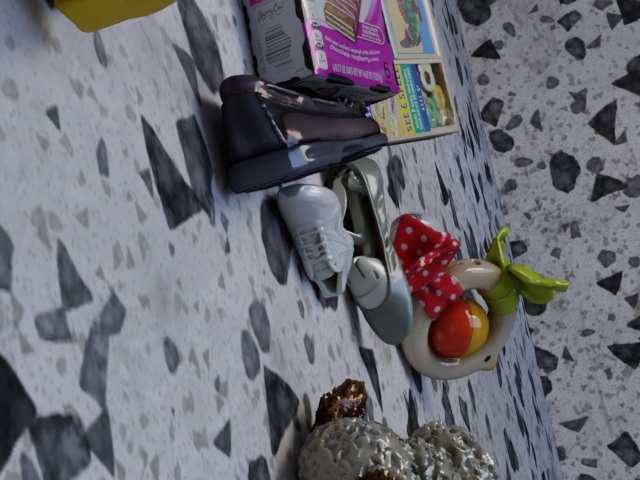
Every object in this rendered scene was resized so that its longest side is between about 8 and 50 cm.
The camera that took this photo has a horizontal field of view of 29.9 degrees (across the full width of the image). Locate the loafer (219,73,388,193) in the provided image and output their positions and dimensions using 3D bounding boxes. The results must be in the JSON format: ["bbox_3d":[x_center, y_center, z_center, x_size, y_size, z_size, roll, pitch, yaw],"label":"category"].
[{"bbox_3d":[-0.013,-0.107,1.080,0.302,0.109,0.095,-28,100,-72],"label":"loafer"}]

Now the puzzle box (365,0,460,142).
[{"bbox_3d":[0.042,-0.311,1.414,0.272,0.052,0.409,-16,93,-57],"label":"puzzle box"}]

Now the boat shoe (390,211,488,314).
[{"bbox_3d":[0.167,0.078,1.613,0.088,0.096,0.267,-84,155,-43],"label":"boat shoe"}]

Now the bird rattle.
[{"bbox_3d":[0.174,0.083,1.480,0.253,0.143,0.207,-4,115,-37],"label":"bird rattle"}]

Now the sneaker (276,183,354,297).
[{"bbox_3d":[0.000,0.000,1.126,0.152,0.053,0.061,58,26,-53],"label":"sneaker"}]

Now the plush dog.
[{"bbox_3d":[0.062,0.234,0.986,0.225,0.210,0.262,53,-5,-26],"label":"plush dog"}]

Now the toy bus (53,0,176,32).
[{"bbox_3d":[-0.142,-0.264,0.678,0.211,0.149,0.220,36,43,-49],"label":"toy bus"}]

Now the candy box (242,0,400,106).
[{"bbox_3d":[-0.009,-0.255,1.198,0.159,0.071,0.233,0,75,-55],"label":"candy box"}]

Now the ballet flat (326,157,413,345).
[{"bbox_3d":[0.044,0.010,1.292,0.068,0.072,0.213,5,69,-46],"label":"ballet flat"}]
